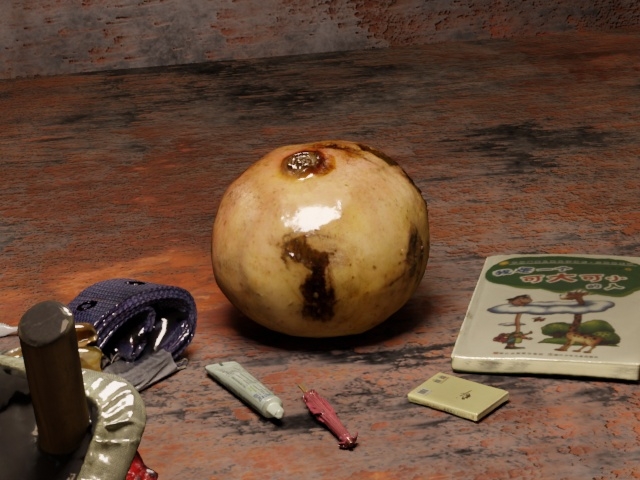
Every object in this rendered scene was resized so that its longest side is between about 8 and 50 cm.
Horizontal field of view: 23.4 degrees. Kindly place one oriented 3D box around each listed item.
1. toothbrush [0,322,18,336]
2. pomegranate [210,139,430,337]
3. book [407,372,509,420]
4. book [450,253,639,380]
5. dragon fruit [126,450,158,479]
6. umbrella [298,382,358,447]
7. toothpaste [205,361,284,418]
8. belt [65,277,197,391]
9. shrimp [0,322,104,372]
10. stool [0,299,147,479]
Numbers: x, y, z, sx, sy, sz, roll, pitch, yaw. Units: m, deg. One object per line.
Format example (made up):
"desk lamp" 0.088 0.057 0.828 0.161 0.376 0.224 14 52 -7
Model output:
"toothbrush" -0.363 0.122 2.299 0.286 0.020 0.025 -5 14 -5
"pomegranate" 0.000 0.000 2.234 0.322 0.322 0.322 -2 21 1
"book" 0.181 0.206 2.028 0.111 0.014 0.077 13 28 37
"book" 0.344 0.104 2.241 0.260 0.043 0.371 2 22 13
"dragon fruit" -0.266 0.286 1.736 0.092 0.122 0.192 23 27 21
"umbrella" 0.007 0.225 1.984 0.027 0.025 0.165 9 17 -27
"toothpaste" -0.096 0.198 2.062 0.048 0.029 0.197 -10 19 -26
"belt" -0.284 0.132 2.118 0.126 0.139 0.230 6 24 36
"shrimp" -0.489 0.204 1.965 0.446 0.110 0.221 -14 21 2
"stool" -0.382 0.215 1.602 0.310 0.226 0.310 6 58 21
